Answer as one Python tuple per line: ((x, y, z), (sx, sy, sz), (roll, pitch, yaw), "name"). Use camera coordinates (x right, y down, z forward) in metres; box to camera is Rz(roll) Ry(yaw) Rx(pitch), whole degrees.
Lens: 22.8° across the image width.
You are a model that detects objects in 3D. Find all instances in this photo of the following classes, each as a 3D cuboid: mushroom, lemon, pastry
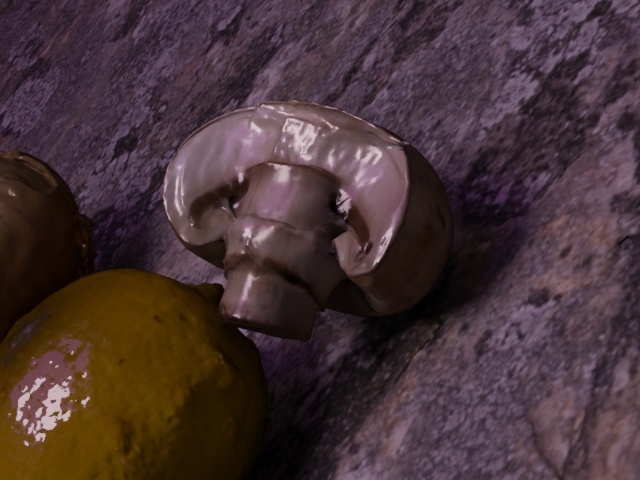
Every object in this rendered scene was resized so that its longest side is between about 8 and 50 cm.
((0.000, 0.000, 1.375), (0.253, 0.189, 0.195), (9, 77, 35), "mushroom")
((-0.180, 0.163, 1.384), (0.260, 0.260, 0.284), (-13, 55, 51), "lemon")
((-0.413, 0.086, 1.812), (0.409, 0.245, 0.409), (-52, 5, 7), "pastry")
